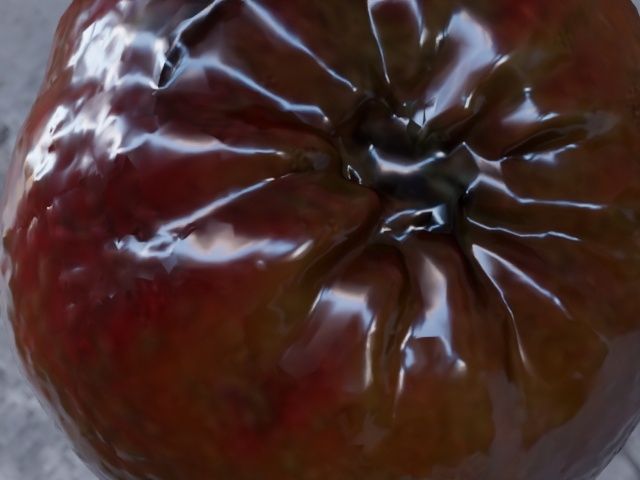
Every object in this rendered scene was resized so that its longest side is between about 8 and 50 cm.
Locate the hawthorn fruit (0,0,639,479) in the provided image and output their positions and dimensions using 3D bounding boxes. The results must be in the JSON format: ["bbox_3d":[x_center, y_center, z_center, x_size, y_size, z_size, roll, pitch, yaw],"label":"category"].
[{"bbox_3d":[0.000,0.000,1.115,0.403,0.403,0.403,-21,43,21],"label":"hawthorn fruit"}]
